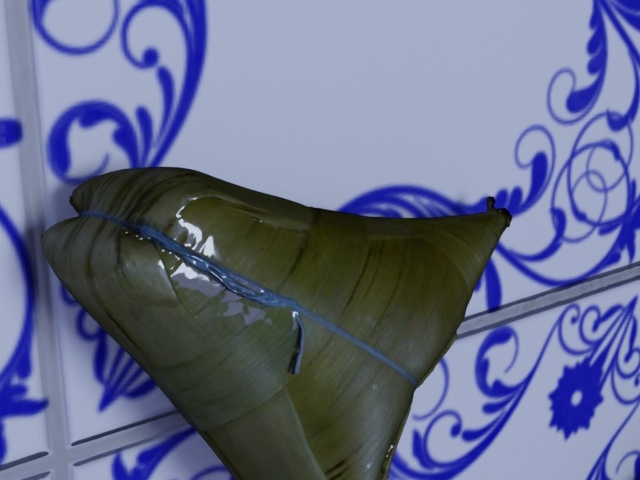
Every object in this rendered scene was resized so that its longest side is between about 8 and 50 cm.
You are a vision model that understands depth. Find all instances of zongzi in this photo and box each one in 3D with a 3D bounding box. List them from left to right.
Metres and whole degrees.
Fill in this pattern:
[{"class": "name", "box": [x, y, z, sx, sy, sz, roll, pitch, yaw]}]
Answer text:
[{"class": "zongzi", "box": [0.000, 0.000, 0.729, 0.256, 0.115, 0.228, -51, 123, -24]}]
